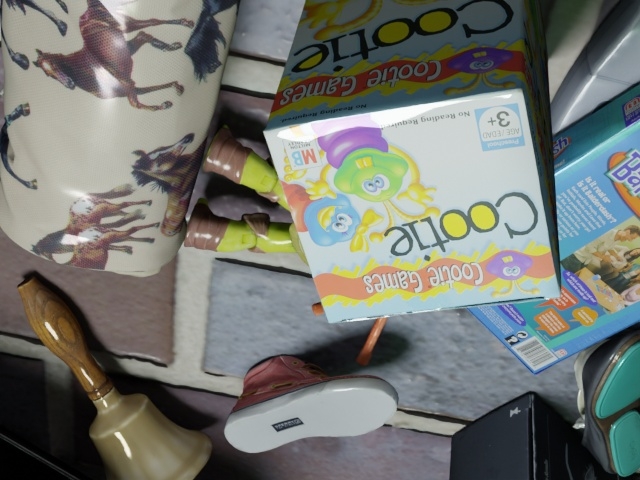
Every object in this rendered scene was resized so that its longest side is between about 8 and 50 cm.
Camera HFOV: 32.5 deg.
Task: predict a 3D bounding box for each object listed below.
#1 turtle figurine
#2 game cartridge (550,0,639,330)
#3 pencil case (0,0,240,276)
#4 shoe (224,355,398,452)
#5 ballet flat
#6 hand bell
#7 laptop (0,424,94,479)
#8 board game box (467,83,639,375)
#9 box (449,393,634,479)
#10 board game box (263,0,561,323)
[{"bbox_3d":[0.000,0.000,0.913,0.217,0.087,0.269,16,129,-4],"label":"turtle figurine"},{"bbox_3d":[0.262,-0.047,0.856,0.196,0.060,0.294,16,129,2],"label":"game cartridge"},{"bbox_3d":[-0.147,-0.170,0.755,0.183,0.160,0.410,34,131,20],"label":"pencil case"},{"bbox_3d":[-0.006,0.141,1.028,0.178,0.081,0.063,-18,123,26],"label":"shoe"},{"bbox_3d":[0.257,0.137,0.987,0.074,0.074,0.203,-4,137,12],"label":"ballet flat"},{"bbox_3d":[-0.221,0.138,1.069,0.126,0.126,0.242,-23,109,25],"label":"hand bell"},{"bbox_3d":[-0.294,0.351,1.098,0.382,0.236,0.408,32,130,-1],"label":"laptop"},{"bbox_3d":[0.202,0.000,0.838,0.210,0.047,0.160,-32,117,29],"label":"board game box"},{"bbox_3d":[0.227,0.275,1.053,0.207,0.153,0.108,40,124,-20],"label":"box"},{"bbox_3d":[0.070,-0.096,0.704,0.144,0.275,0.142,-8,127,15],"label":"board game box"}]
